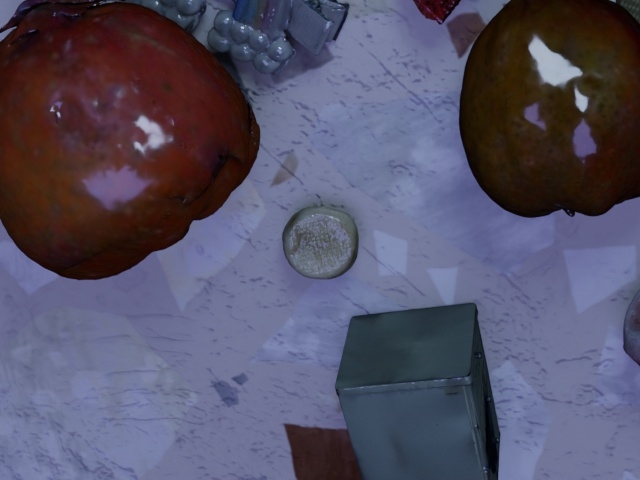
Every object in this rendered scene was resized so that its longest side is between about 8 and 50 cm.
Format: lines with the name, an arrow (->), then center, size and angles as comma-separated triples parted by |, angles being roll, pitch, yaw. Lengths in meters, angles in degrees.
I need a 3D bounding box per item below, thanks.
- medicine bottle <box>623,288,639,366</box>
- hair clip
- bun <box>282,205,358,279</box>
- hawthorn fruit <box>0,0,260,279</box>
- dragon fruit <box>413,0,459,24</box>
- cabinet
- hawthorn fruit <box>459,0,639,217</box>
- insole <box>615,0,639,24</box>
medicine bottle -> 0.444, 0.130, 1.344 | 0.247, 0.147, 0.147 | 37, 118, -12
hair clip -> -0.083, -0.250, 1.280 | 0.220, 0.054, 0.140 | 26, 126, -1
bun -> 0.000, 0.000, 1.398 | 0.086, 0.055, 0.086 | 1, 106, 2
hawthorn fruit -> -0.217, -0.130, 1.253 | 0.276, 0.276, 0.307 | -26, 97, 22
dragon fruit -> 0.123, -0.299, 1.202 | 0.106, 0.083, 0.162 | 35, 128, 4
cabinet -> 0.119, 0.201, 1.435 | 0.150, 0.145, 0.206 | -8, 117, 13
hawthorn fruit -> 0.233, -0.148, 1.209 | 0.208, 0.208, 0.248 | -3, 102, 11
insole -> 0.350, -0.288, 1.206 | 0.086, 0.005, 0.253 | 22, 120, -4
